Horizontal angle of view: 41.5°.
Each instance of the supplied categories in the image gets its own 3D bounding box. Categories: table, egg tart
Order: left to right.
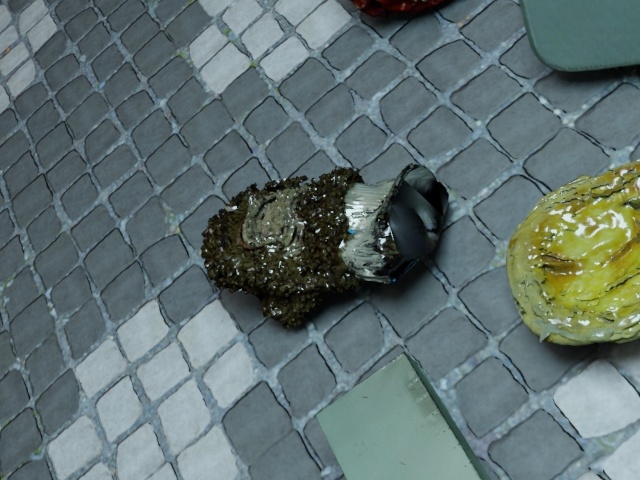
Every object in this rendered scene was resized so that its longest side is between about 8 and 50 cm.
[{"bbox_3d":[0.112,0.254,0.858,0.122,0.111,0.240,-36,51,8],"label":"table"},{"bbox_3d":[0.317,0.024,0.883,0.252,0.098,0.232,-44,43,-3],"label":"egg tart"}]

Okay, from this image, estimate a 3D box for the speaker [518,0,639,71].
[{"bbox_3d":[0.440,-0.327,0.937,0.406,0.183,0.184,-1,40,30],"label":"speaker"}]

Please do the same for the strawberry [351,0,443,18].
[{"bbox_3d":[0.108,-0.423,1.241,0.253,0.150,0.280,-42,44,-23],"label":"strawberry"}]

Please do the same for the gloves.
[{"bbox_3d":[-0.004,0.000,1.061,0.313,0.135,0.210,0,63,31],"label":"gloves"}]
